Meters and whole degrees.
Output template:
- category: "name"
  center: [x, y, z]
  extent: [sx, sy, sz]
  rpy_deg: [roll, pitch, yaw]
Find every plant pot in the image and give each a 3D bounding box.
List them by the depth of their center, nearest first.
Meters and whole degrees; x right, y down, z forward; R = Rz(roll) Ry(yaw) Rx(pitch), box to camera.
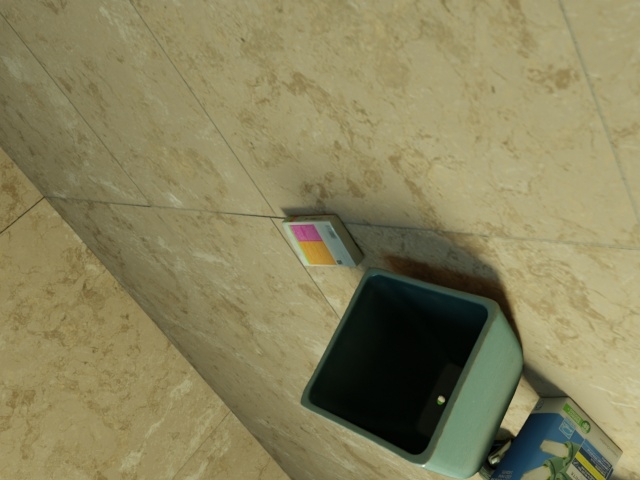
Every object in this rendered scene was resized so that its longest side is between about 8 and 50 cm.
- category: "plant pot"
  center: [0.173, 0.228, 1.080]
  extent: [0.248, 0.247, 0.252]
  rpy_deg: [14, 160, 45]

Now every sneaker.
- category: "sneaker"
  center: [0.386, 0.449, 1.287]
  extent: [0.227, 0.087, 0.130]
  rpy_deg: [29, 158, 37]

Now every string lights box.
- category: "string lights box"
  center: [0.336, 0.382, 1.052]
  extent: [0.133, 0.260, 0.077]
  rpy_deg: [45, 155, -6]

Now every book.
- category: "book"
  center: [0.000, 0.000, 1.202]
  extent: [0.144, 0.035, 0.096]
  rpy_deg: [2, 131, 53]

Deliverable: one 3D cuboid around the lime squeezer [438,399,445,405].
- category: "lime squeezer"
  center: [0.255, 0.372, 1.392]
  extent: [0.110, 0.059, 0.310]
  rpy_deg: [-2, 131, 55]
